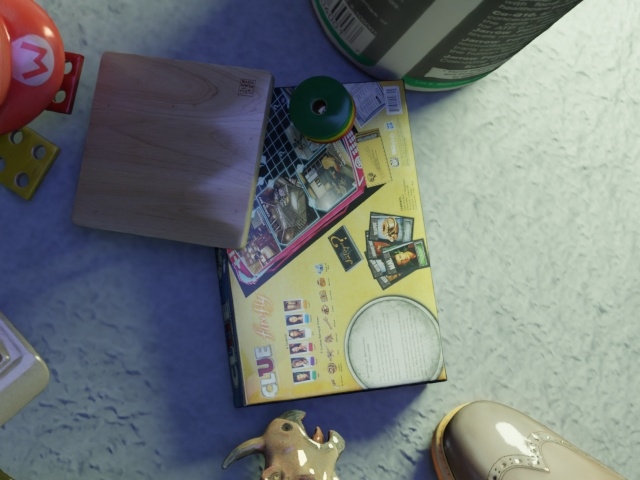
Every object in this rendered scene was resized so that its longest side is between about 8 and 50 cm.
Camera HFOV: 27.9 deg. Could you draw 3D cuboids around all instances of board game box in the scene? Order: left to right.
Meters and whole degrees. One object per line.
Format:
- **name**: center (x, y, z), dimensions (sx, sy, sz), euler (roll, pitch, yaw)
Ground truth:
- **board game box**: center (0.000, 0.000, 1.009), dimensions (0.165, 0.042, 0.243), euler (-5, 82, -15)

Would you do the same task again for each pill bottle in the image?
- **pill bottle**: center (0.126, -0.250, 0.920), dimensions (0.204, 0.361, 0.204), euler (3, 80, -15)

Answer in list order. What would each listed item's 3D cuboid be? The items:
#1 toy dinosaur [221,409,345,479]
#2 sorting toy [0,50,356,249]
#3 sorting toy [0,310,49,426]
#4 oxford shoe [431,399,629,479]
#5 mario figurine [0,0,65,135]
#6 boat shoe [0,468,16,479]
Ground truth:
- **toy dinosaur**: center (-0.003, 0.269, 0.876), dimensions (0.200, 0.296, 0.127), euler (25, 117, -6)
- **sorting toy**: center (-0.114, -0.066, 0.961), dimensions (0.274, 0.046, 0.132), euler (8, 85, 12)
- **sorting toy**: center (-0.328, 0.081, 0.911), dimensions (0.193, 0.038, 0.208), euler (-41, 92, -18)
- **oxford shoe**: center (0.230, 0.219, 0.922), dimensions (0.130, 0.133, 0.363), euler (-34, 58, -31)
- **mario figurine**: center (-0.334, -0.126, 0.864), dimensions (0.320, 0.198, 0.170), euler (0, 57, -13)
- **boat shoe**: center (-0.237, 0.184, 0.901), dimensions (0.153, 0.056, 0.048), euler (36, 92, -25)
